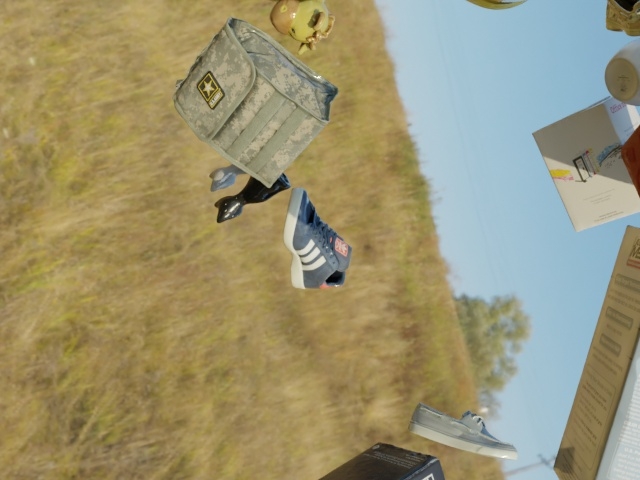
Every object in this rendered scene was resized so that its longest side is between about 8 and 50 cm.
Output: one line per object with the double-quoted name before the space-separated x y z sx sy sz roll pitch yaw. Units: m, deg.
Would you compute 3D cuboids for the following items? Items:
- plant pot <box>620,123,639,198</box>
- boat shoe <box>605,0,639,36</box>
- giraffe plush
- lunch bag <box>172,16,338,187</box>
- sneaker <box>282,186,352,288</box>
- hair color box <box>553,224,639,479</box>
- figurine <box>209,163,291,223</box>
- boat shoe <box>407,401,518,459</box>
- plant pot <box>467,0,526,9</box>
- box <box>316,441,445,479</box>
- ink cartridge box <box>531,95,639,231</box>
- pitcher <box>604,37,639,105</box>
"plant pot" 0.644 -0.131 1.185 0.267 0.235 0.267 96 -19 -67
"boat shoe" 0.740 -0.535 1.747 0.285 0.104 0.089 -120 -170 -70
"giraffe plush" -0.036 -0.460 1.466 0.181 0.210 0.171 49 46 -72
"lunch bag" -0.146 -0.290 1.565 0.287 0.235 0.169 34 39 -16
"sneaker" 0.000 0.000 1.788 0.350 0.148 0.131 82 18 -57
"hair color box" 0.428 0.175 0.991 0.185 0.113 0.375 -31 136 -83
"figurine" -0.202 -0.163 1.981 0.092 0.209 0.215 46 16 -40
"boat shoe" 0.294 0.386 1.539 0.079 0.227 0.081 45 60 -66
"plant pot" 0.409 -0.615 1.603 0.239 0.253 0.254 -113 -174 -64
"box" 0.081 0.552 1.284 0.182 0.294 0.296 -6 -77 56
"ink cartridge box" 0.589 -0.168 1.578 0.171 0.168 0.233 -26 93 -48
"pitcher" 0.653 -0.321 1.392 0.177 0.207 0.126 27 -48 63
